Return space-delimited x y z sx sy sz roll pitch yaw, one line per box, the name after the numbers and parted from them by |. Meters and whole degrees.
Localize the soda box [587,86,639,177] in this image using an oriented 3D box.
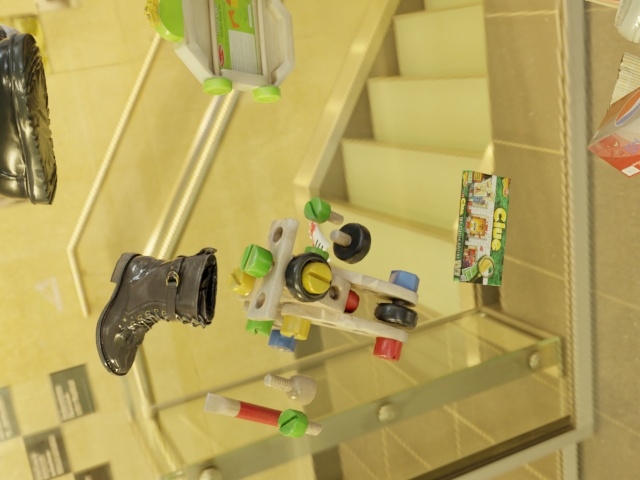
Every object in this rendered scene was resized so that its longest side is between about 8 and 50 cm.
0.476 -0.173 1.052 0.083 0.092 0.263 35 165 -4 | soda box

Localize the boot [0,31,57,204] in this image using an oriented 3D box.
-0.436 -0.139 0.939 0.246 0.207 0.094 102 167 -46 | boot

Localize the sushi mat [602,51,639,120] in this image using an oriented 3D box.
0.699 -0.240 1.497 0.019 0.317 0.151 156 131 -79 | sushi mat

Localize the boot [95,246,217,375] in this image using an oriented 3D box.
-0.294 0.134 1.445 0.229 0.091 0.262 5 85 33 | boot

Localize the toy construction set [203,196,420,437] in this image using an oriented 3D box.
-0.055 0.097 0.996 0.257 0.237 0.308 34 97 47 | toy construction set

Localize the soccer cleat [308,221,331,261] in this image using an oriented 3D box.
0.000 0.000 1.370 0.029 0.036 0.083 -18 -78 -85 | soccer cleat

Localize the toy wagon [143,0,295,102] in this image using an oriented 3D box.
-0.193 -0.409 1.499 0.068 0.345 0.267 -10 83 48 | toy wagon

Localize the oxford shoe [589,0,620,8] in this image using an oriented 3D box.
0.593 -0.447 1.399 0.140 0.397 0.146 -69 -21 -6 | oxford shoe

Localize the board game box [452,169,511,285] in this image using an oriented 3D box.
0.378 -0.027 1.830 0.030 0.136 0.259 2 86 56 | board game box

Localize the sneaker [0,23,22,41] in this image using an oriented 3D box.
-0.601 -0.315 1.192 0.366 0.210 0.137 100 178 -85 | sneaker

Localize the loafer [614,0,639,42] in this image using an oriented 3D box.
0.404 -0.390 0.903 0.111 0.112 0.319 35 131 31 | loafer
